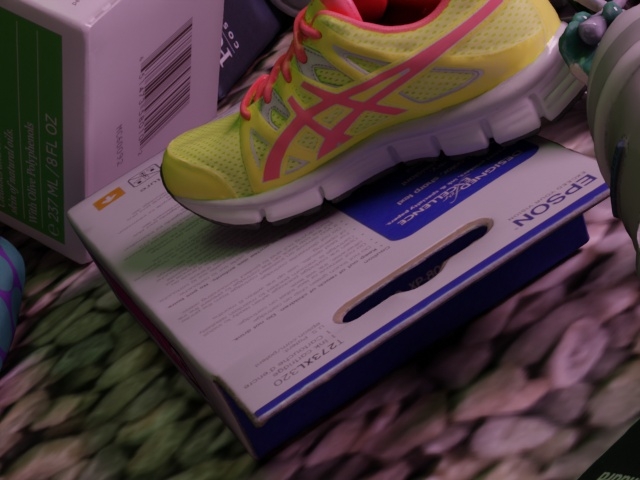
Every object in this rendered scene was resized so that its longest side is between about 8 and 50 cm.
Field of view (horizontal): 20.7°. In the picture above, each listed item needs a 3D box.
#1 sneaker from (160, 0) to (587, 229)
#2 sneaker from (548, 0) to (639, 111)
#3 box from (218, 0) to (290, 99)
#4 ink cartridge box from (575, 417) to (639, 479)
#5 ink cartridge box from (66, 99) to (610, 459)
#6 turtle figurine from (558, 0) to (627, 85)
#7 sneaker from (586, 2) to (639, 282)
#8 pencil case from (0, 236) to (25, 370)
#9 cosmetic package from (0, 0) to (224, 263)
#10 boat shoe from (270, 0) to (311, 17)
[{"bbox_3d":[0.011,-0.075,0.766,0.209,0.094,0.081,-20,24,26],"label":"sneaker"},{"bbox_3d":[0.199,-0.167,0.885,0.344,0.134,0.146,-21,15,-2],"label":"sneaker"},{"bbox_3d":[-0.149,-0.292,1.344,0.212,0.293,0.395,-16,26,33],"label":"box"},{"bbox_3d":[0.140,0.097,0.455,0.208,0.045,0.206,-42,25,-25],"label":"ink cartridge box"},{"bbox_3d":[0.000,0.000,0.820,0.176,0.069,0.371,-33,19,-9],"label":"ink cartridge box"},{"bbox_3d":[0.189,-0.066,0.654,0.175,0.118,0.234,-30,20,20],"label":"turtle figurine"},{"bbox_3d":[0.214,-0.010,0.473,0.281,0.105,0.115,-3,38,13],"label":"sneaker"},{"bbox_3d":[-0.207,0.050,0.973,0.070,0.064,0.151,-11,23,4],"label":"pencil case"},{"bbox_3d":[-0.248,-0.166,1.087,0.366,0.197,0.155,25,48,18],"label":"cosmetic package"},{"bbox_3d":[0.083,-0.245,1.193,0.303,0.114,0.091,-13,33,35],"label":"boat shoe"}]
